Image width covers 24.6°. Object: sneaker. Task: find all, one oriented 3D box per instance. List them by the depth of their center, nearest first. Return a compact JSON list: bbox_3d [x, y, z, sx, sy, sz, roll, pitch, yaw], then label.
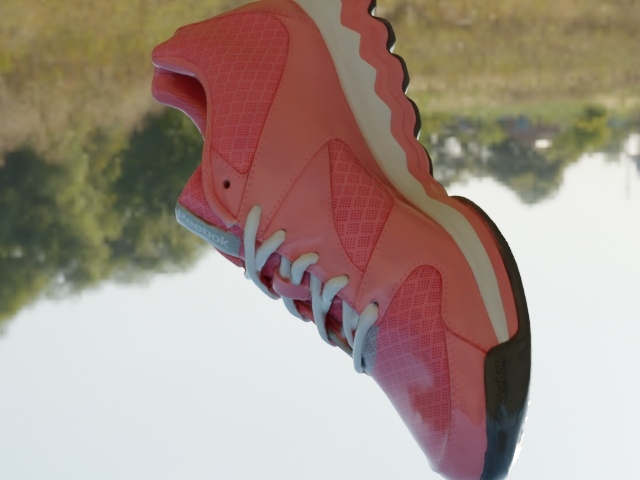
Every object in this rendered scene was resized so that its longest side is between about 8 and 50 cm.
[{"bbox_3d":[0.000,0.000,0.752,0.136,0.313,0.116,-14,147,-17],"label":"sneaker"}]
